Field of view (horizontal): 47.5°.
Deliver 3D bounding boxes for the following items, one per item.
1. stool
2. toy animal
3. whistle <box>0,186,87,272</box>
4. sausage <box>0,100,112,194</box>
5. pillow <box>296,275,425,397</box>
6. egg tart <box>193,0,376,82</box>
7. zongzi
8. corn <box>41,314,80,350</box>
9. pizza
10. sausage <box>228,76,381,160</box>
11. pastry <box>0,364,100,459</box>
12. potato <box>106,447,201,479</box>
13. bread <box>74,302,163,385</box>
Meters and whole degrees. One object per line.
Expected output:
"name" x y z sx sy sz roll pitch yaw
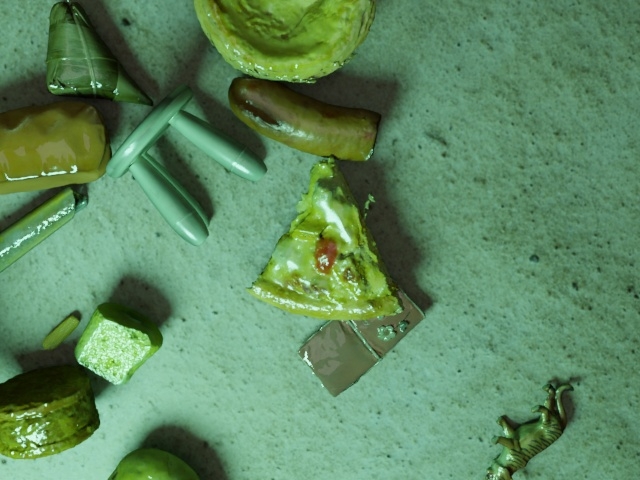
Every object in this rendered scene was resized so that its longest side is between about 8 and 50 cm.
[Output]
"stool" -0.218 -0.122 1.201 0.199 0.195 0.195 43 91 -10
"toy animal" 0.396 0.366 1.387 0.241 0.057 0.099 -38 105 -2
"whistle" -0.544 0.015 1.251 0.326 0.068 0.057 -36 77 -2
"sausage" -0.468 -0.151 1.211 0.241 0.120 0.136 -13 83 -3
"pillow" 0.074 0.174 1.337 0.232 0.043 0.126 -42 98 2
"egg tart" -0.060 -0.413 1.221 0.315 0.120 0.315 0 95 -5
"zongzi" -0.368 -0.315 1.228 0.176 0.078 0.160 2 96 -16
"corn" -0.463 0.166 1.295 0.083 0.028 0.027 -43 93 -3
"pizza" 0.000 0.000 1.263 0.280 0.075 0.287 -2 101 11
"sausage" -0.030 -0.210 1.257 0.270 0.109 0.109 19 94 -8
"pastry" -0.468 0.287 1.230 0.189 0.189 0.103 -8 102 -4
"potato" -0.283 0.484 1.286 0.228 0.148 0.197 37 105 -7
"bread" -0.349 0.173 1.265 0.129 0.111 0.114 36 96 -10
